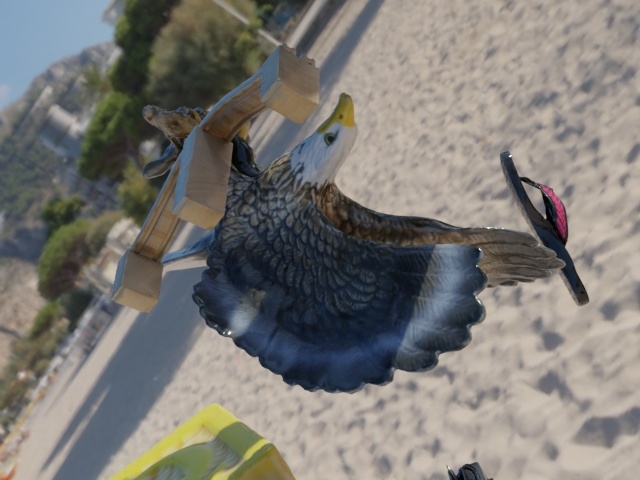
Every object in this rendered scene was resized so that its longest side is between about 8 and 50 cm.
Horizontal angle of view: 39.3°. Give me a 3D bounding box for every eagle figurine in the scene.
[{"bbox_3d":[0.002,-0.006,0.675,0.226,0.298,0.225,-45,-15,-17],"label":"eagle figurine"}]

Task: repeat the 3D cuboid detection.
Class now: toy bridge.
[{"bbox_3d":[-0.062,-0.035,0.478,0.188,0.026,0.063,-46,30,38],"label":"toy bridge"}]

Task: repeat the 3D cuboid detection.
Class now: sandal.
[{"bbox_3d":[0.240,-0.017,0.934,0.040,0.179,0.067,-30,-6,8],"label":"sandal"}]

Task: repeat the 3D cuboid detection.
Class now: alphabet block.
[{"bbox_3d":[-0.100,0.302,0.853,0.193,0.197,0.192,-36,15,-19],"label":"alphabet block"}]

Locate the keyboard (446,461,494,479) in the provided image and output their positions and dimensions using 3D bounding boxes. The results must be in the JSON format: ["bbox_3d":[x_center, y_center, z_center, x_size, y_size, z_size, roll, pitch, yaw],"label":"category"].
[{"bbox_3d":[0.206,0.347,0.928,0.033,0.201,0.317,-33,29,8],"label":"keyboard"}]
